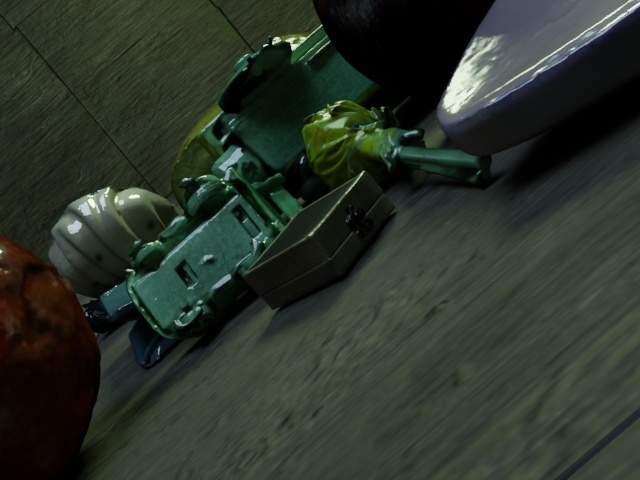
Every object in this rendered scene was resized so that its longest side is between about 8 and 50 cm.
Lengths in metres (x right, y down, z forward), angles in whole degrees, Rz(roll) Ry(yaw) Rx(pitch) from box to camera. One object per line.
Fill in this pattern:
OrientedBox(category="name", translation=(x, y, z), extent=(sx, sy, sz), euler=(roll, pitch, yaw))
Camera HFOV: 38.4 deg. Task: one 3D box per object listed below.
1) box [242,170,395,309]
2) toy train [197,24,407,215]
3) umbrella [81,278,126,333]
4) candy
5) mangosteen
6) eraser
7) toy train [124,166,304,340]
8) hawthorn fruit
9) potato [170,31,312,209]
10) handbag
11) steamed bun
OrientedBox(category="box", translation=(0.000, 0.000, 0.609), extent=(0.083, 0.035, 0.079), euler=(-30, 15, 45))
OrientedBox(category="toy train", translation=(0.030, -0.161, 0.892), extent=(0.369, 0.150, 0.237), euler=(-43, 3, -14))
OrientedBox(category="umbrella", translation=(-0.219, 0.064, 1.096), extent=(0.188, 0.046, 0.050), euler=(-30, 33, 34))
OrientedBox(category="candy", translation=(0.053, -0.061, 0.629), extent=(0.077, 0.073, 0.262), euler=(-16, 12, -14))
OrientedBox(category="mangosteen", translation=(0.123, -0.218, 0.671), extent=(0.262, 0.235, 0.235), euler=(-2, -9, -28))
OrientedBox(category="eraser", translation=(0.162, -0.129, 0.478), extent=(0.243, 0.059, 0.204), euler=(-45, 24, 1))
OrientedBox(category="toy train", translation=(-0.078, 0.010, 0.724), extent=(0.149, 0.099, 0.081), euler=(-46, -24, 7))
OrientedBox(category="hawthorn fruit", translation=(-0.260, 0.125, 0.613), extent=(0.242, 0.242, 0.271), euler=(-39, 42, 8))
OrientedBox(category="potato", translation=(-0.068, -0.138, 1.140), extent=(0.298, 0.141, 0.176), euler=(-54, 7, -20))
OrientedBox(category="handbag", translation=(-0.134, 0.041, 0.869), extent=(0.144, 0.057, 0.221), euler=(-38, 10, -10))
OrientedBox(category="steamed bun", translation=(-0.253, 0.014, 1.164), extent=(0.183, 0.106, 0.183), euler=(-19, -24, -8))
